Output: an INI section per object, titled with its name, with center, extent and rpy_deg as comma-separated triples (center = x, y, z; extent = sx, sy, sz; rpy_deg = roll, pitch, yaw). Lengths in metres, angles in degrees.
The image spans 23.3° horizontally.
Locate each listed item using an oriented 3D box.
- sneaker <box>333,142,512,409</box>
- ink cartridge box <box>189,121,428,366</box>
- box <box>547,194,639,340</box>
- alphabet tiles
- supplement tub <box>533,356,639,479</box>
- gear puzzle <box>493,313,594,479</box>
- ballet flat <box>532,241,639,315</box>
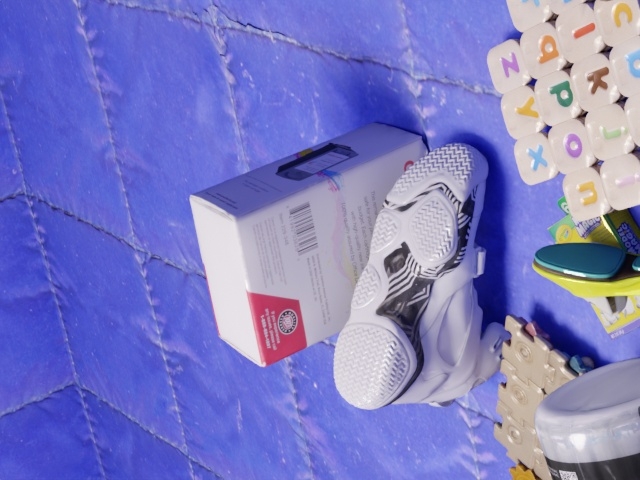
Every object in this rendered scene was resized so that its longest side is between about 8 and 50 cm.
[sneaker]
center = 0.165, 0.058, 2.034
extent = 0.137, 0.210, 0.365
rpy_deg = 30, 101, 47
[ink cartridge box]
center = 0.000, 0.000, 2.076
extent = 0.131, 0.306, 0.226
rpy_deg = 25, 131, 51
[box]
center = 0.335, 0.018, 1.805
extent = 0.179, 0.043, 0.105
rpy_deg = 62, 150, 9
[alphabet tiles]
center = 0.288, -0.168, 1.724
extent = 0.278, 0.021, 0.284
rpy_deg = -22, 84, 61
[supplement tub]
center = 0.388, 0.317, 1.771
extent = 0.207, 0.207, 0.338
rpy_deg = -5, 107, 60
[gear puzzle]
center = 0.303, 0.252, 2.044
extent = 0.175, 0.044, 0.339
rpy_deg = 40, 145, 36
[ballet flat]
center = 0.344, 0.047, 1.718
extent = 0.231, 0.077, 0.077
rpy_deg = -1, 117, 33
